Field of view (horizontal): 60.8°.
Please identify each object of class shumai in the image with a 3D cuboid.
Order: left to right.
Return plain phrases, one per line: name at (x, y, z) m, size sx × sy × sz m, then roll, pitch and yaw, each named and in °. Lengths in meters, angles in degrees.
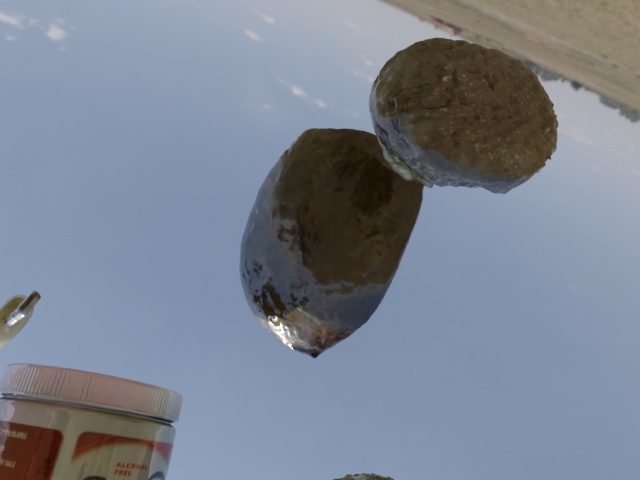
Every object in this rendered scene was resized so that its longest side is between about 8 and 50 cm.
shumai at (0.123, -0.109, 0.545) m, size 0.210 × 0.153 × 0.161 m, roll -23°, pitch -91°, yaw -32°

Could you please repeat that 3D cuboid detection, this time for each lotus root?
lotus root at (-0.005, -0.002, 0.749) m, size 0.142 × 0.313 × 0.210 m, roll 24°, pitch -179°, yaw -41°

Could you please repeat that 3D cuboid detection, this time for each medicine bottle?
medicine bottle at (-0.340, 0.313, 0.752) m, size 0.253 × 0.252 × 0.240 m, roll 16°, pitch -114°, yaw -19°

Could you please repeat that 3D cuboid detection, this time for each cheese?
cheese at (-0.521, 0.128, 0.928) m, size 0.050 × 0.235 × 0.127 m, roll 45°, pitch -133°, yaw -20°

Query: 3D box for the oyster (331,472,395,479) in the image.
oyster at (0.064, 0.440, 0.799) m, size 0.268 × 0.198 × 0.112 m, roll -13°, pitch -166°, yaw -29°
